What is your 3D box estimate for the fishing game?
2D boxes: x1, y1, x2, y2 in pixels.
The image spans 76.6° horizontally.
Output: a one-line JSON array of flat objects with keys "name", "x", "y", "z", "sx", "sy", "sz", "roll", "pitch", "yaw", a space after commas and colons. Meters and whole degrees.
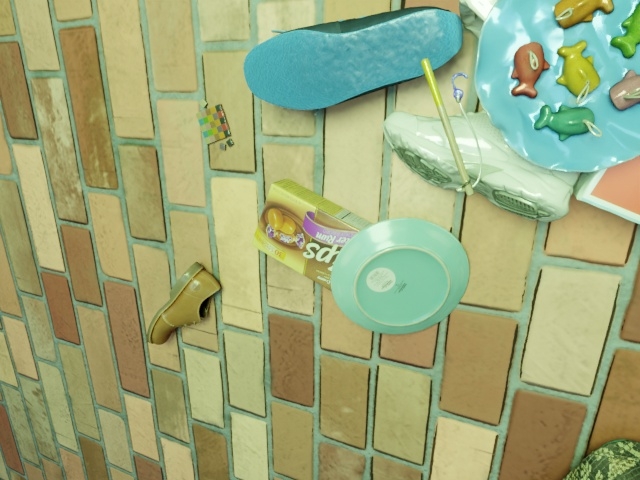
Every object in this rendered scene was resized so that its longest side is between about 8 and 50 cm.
[{"name": "fishing game", "x": 0.224, "y": -0.149, "z": 0.329, "sx": 0.264, "sy": 0.041, "sz": 0.189, "roll": -14, "pitch": 102, "yaw": 21}]

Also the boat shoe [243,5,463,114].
[{"name": "boat shoe", "x": 0.036, "y": -0.214, "z": 0.494, "sx": 0.258, "sy": 0.089, "sz": 0.109, "roll": 3, "pitch": 121, "yaw": 18}]

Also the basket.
[{"name": "basket", "x": 0.231, "y": -0.212, "z": 0.392, "sx": 0.167, "sy": 0.113, "sz": 0.103, "roll": 46, "pitch": 115, "yaw": 3}]

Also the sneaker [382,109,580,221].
[{"name": "sneaker", "x": 0.184, "y": -0.113, "z": 0.471, "sx": 0.232, "sy": 0.090, "sz": 0.115, "roll": 30, "pitch": 86, "yaw": 25}]

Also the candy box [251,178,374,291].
[{"name": "candy box", "x": 0.000, "y": 0.000, "z": 0.597, "sx": 0.186, "sy": 0.053, "sz": 0.109, "roll": 30, "pitch": 116, "yaw": 13}]

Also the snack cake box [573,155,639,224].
[{"name": "snack cake box", "x": 0.408, "y": -0.058, "z": 0.377, "sx": 0.264, "sy": 0.089, "sz": 0.152, "roll": 28, "pitch": 118, "yaw": 13}]

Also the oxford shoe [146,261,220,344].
[{"name": "oxford shoe", "x": -0.254, "y": 0.136, "z": 0.746, "sx": 0.076, "sy": 0.076, "sz": 0.212, "roll": 39, "pitch": 119, "yaw": -5}]

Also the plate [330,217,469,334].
[{"name": "plate", "x": 0.107, "y": 0.059, "z": 0.545, "sx": 0.188, "sy": 0.024, "sz": 0.188, "roll": 1, "pitch": 118, "yaw": 1}]

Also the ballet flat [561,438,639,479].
[{"name": "ballet flat", "x": 0.309, "y": 0.470, "z": 0.544, "sx": 0.164, "sy": 0.182, "sz": 0.483, "roll": 30, "pitch": 117, "yaw": 11}]

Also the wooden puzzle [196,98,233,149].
[{"name": "wooden puzzle", "x": -0.167, "y": -0.181, "z": 0.635, "sx": 0.049, "sy": 0.006, "sz": 0.083, "roll": -11, "pitch": 102, "yaw": 26}]
